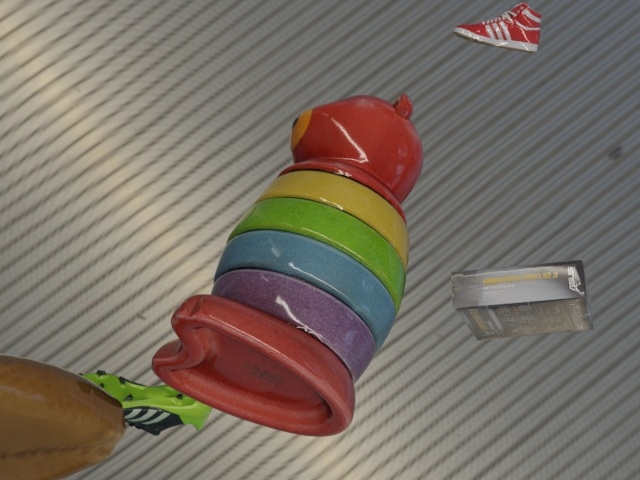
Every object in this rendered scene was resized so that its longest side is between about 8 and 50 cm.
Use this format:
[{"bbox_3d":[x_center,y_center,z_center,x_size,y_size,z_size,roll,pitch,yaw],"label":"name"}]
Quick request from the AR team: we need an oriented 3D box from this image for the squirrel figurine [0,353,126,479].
[{"bbox_3d":[-0.374,0.027,0.608,0.281,0.397,0.370,-46,50,6],"label":"squirrel figurine"}]

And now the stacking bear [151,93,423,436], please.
[{"bbox_3d":[0.000,0.000,0.947,0.164,0.175,0.289,26,61,-5],"label":"stacking bear"}]

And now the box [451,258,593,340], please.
[{"bbox_3d":[0.299,0.090,1.657,0.183,0.231,0.056,-6,72,15],"label":"box"}]

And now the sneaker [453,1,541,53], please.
[{"bbox_3d":[0.244,-0.298,1.551,0.118,0.042,0.067,10,100,-3],"label":"sneaker"}]

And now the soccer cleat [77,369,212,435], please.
[{"bbox_3d":[-0.213,0.191,1.304,0.179,0.060,0.072,6,128,-12],"label":"soccer cleat"}]
